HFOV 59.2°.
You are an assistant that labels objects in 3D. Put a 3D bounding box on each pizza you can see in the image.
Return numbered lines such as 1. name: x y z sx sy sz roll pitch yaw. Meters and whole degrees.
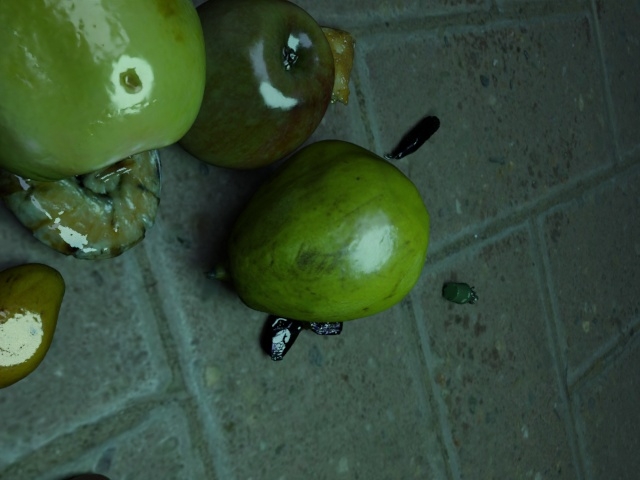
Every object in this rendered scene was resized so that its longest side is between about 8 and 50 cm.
1. pizza: 0.004 -0.317 1.034 0.182 0.062 0.161 -43 106 -35

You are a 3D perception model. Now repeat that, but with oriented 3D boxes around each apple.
1. apple: -0.106 -0.232 0.838 0.256 0.234 0.257 0 90 -40

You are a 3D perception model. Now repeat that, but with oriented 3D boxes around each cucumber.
1. cucumber: 0.197 -0.210 1.183 0.043 0.039 0.163 45 60 -3

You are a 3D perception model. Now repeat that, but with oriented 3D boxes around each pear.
1. pear: 0.000 0.000 0.889 0.375 0.287 0.287 -18 100 -13

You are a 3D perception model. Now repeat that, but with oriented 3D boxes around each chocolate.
1. chocolate: -0.032 0.153 0.985 0.147 0.070 0.072 -14 69 -37

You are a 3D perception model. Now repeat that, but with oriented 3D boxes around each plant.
1. plant: 0.321 0.119 1.257 0.102 0.051 0.051 13 81 -40

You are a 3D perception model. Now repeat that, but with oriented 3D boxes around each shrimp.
1. shrimp: -0.353 -0.144 0.759 0.233 0.071 0.365 -46 113 -39

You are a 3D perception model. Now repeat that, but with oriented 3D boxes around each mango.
1. mango: -0.390 0.102 0.700 0.115 0.089 0.165 22 73 -36

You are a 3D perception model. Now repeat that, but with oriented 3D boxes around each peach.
1. peach: -0.284 -0.221 0.605 0.281 0.314 0.316 -31 114 9

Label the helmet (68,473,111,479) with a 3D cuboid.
1. helmet: -0.307 0.402 0.731 0.175 0.106 0.155 -47 126 -42
